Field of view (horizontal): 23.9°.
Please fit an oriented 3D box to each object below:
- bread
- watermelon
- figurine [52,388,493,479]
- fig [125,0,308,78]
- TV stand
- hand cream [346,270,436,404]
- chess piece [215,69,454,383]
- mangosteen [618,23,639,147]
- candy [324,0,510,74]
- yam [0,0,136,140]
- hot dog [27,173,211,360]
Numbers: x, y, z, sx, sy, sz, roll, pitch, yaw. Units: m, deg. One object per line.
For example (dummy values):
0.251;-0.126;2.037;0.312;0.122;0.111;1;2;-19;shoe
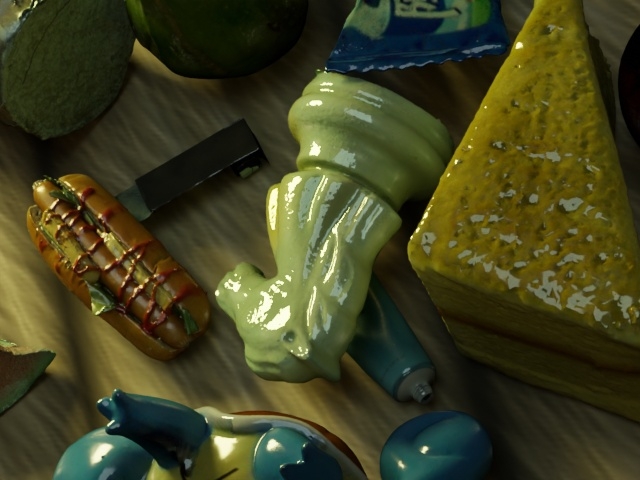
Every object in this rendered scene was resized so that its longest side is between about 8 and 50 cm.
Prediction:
0.258;-0.055;1.369;0.245;0.233;0.361;17;69;27;bread
-0.371;0.147;1.590;0.101;0.080;0.155;38;96;41;watermelon
-0.058;0.235;1.341;0.416;0.298;0.243;-8;27;13;figurine
-0.125;-0.270;1.623;0.195;0.245;0.195;-5;78;23;fig
-0.178;-0.042;1.633;0.256;0.040;0.049;-30;59;2;TV stand
0.045;0.079;1.490;0.083;0.048;0.224;-35;53;-7;hand cream
0.000;0.000;1.471;0.176;0.176;0.298;17;70;27;chess piece
0.376;-0.139;1.413;0.200;0.200;0.199;-9;61;16;mangosteen
0.105;-0.247;1.561;0.187;0.077;0.331;-7;32;13;candy
-0.401;-0.253;1.720;0.348;0.241;0.241;23;73;26;yam
-0.219;0.021;1.563;0.104;0.076;0.250;-44;75;2;hot dog
